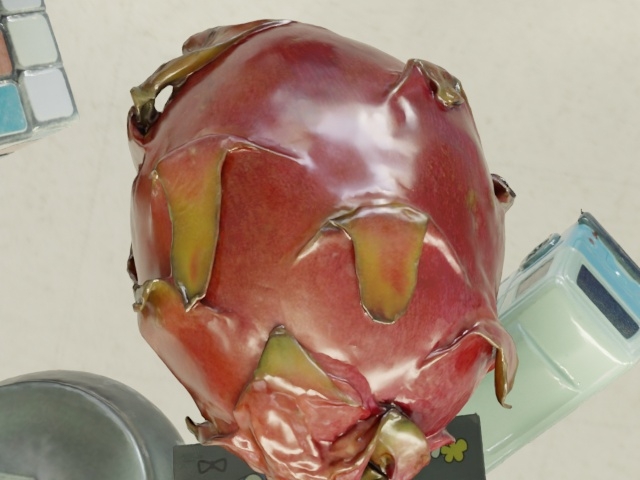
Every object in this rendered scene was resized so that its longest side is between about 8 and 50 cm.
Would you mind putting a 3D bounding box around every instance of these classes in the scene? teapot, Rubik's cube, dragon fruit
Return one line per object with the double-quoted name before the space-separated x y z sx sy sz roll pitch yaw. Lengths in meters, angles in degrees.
"teapot" -0.269 0.312 1.627 0.376 0.305 0.361 6 153 16
"Rubik's cube" -0.449 -0.189 1.751 0.253 0.256 0.259 -20 94 -45
"dragon fruit" 0.000 -0.003 1.000 0.250 0.315 0.250 0 129 0

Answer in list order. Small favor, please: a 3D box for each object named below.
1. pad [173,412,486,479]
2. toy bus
"pad" 0.008 0.223 1.273 0.246 0.006 0.170 -7 69 10
"toy bus" 0.169 0.117 1.514 0.133 0.165 0.271 48 118 -1
